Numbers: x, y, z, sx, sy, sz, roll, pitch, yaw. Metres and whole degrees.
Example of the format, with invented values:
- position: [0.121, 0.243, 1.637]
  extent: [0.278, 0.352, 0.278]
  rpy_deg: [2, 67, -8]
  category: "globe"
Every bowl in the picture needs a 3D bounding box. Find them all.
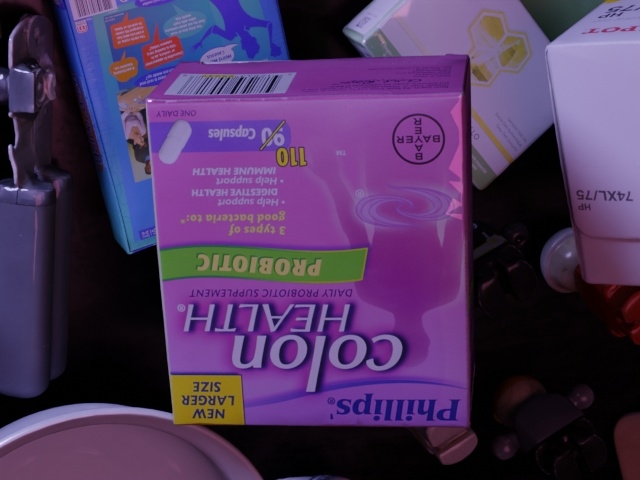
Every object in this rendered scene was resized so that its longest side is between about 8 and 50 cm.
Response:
- position: [-0.187, 0.242, 1.203]
  extent: [0.298, 0.134, 0.298]
  rpy_deg: [-7, 108, -21]
  category: "bowl"

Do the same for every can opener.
- position: [-0.232, -0.029, 1.147]
  extent: [0.095, 0.076, 0.283]
  rpy_deg: [7, 106, 9]
  category: "can opener"

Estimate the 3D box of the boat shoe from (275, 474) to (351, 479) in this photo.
- position: [0.007, 0.319, 1.322]
  extent: [0.095, 0.084, 0.258]
  rpy_deg: [-12, 97, -50]
  category: "boat shoe"

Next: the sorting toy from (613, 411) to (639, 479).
- position: [0.382, 0.243, 1.447]
  extent: [0.193, 0.038, 0.208]
  rpy_deg: [-7, 112, 21]
  category: "sorting toy"

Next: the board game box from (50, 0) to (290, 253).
- position: [-0.100, -0.114, 1.174]
  extent: [0.160, 0.047, 0.210]
  rpy_deg: [-18, 112, -17]
  category: "board game box"

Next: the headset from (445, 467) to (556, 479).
- position: [0.217, 0.355, 1.431]
  extent: [0.394, 0.185, 0.243]
  rpy_deg: [32, 97, -12]
  category: "headset"

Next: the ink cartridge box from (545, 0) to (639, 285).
- position: [0.327, -0.104, 1.206]
  extent: [0.270, 0.198, 0.197]
  rpy_deg: [-39, 123, -48]
  category: "ink cartridge box"

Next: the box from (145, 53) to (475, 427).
- position: [0.000, 0.000, 1.111]
  extent: [0.213, 0.117, 0.243]
  rpy_deg: [0, 110, 7]
  category: "box"

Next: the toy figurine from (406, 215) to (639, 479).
- position: [0.152, 0.081, 1.294]
  extent: [0.213, 0.148, 0.209]
  rpy_deg: [10, 108, -27]
  category: "toy figurine"

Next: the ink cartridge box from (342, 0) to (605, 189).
- position: [0.156, -0.181, 1.258]
  extent: [0.235, 0.056, 0.171]
  rpy_deg: [-43, 117, -3]
  category: "ink cartridge box"
